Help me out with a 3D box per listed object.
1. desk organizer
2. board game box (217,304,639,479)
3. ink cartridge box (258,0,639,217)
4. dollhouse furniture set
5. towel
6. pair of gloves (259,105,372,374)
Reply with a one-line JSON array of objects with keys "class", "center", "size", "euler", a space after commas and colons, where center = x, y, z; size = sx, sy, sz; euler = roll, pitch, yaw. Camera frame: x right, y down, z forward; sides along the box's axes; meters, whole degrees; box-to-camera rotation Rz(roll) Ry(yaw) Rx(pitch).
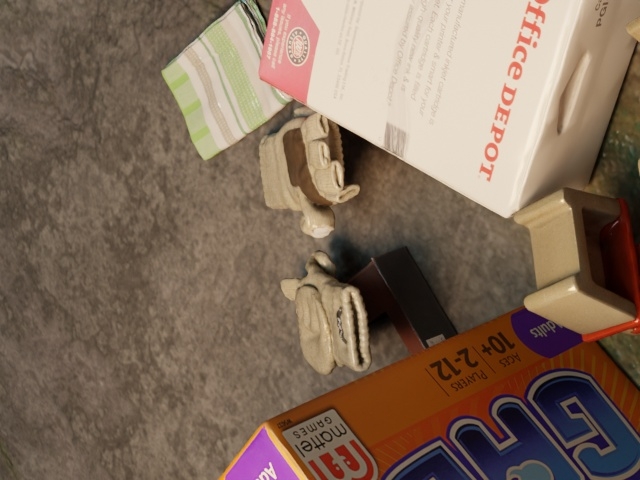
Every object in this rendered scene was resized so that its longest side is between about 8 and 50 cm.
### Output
[{"class": "desk organizer", "center": [0.080, 0.077, 1.170], "size": [0.050, 0.047, 0.130], "euler": [-42, 73, 44]}, {"class": "board game box", "center": [0.102, 0.320, 1.003], "size": [0.356, 0.356, 0.356], "euler": [51, 130, 19]}, {"class": "ink cartridge box", "center": [0.100, -0.173, 1.028], "size": [0.283, 0.117, 0.207], "euler": [33, 122, 33]}, {"class": "dollhouse furniture set", "center": [0.272, -0.017, 0.888], "size": [0.259, 0.135, 0.262], "euler": [-27, 57, 44]}, {"class": "towel", "center": [-0.095, -0.156, 1.280], "size": [0.152, 0.023, 0.113], "euler": [-31, 80, 44]}, {"class": "pair of gloves", "center": [0.000, 0.000, 1.171], "size": [0.204, 0.042, 0.240], "euler": [157, 104, -72]}]
